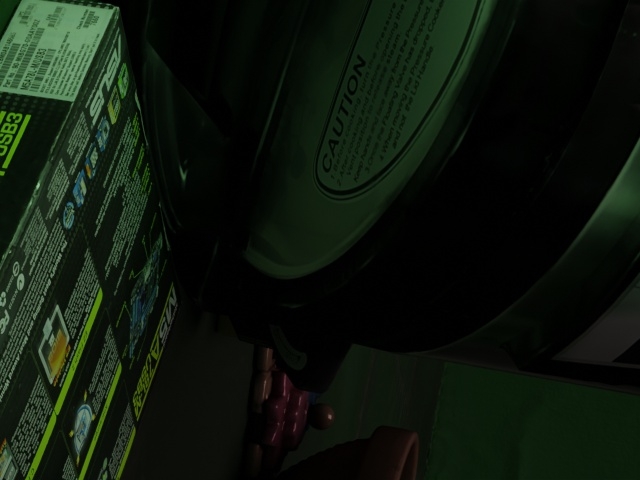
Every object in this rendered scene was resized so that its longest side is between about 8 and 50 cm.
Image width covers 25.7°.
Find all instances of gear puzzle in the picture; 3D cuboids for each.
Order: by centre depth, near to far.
[{"bbox_3d":[0.000,0.000,1.057,0.175,0.044,0.339,-35,133,-76],"label":"gear puzzle"}]

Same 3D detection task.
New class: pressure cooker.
[{"bbox_3d":[0.119,-0.110,0.652,0.375,0.420,0.370,-26,-125,61],"label":"pressure cooker"}]

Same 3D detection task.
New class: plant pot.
[{"bbox_3d":[-0.003,0.246,1.047,0.237,0.109,0.237,13,90,-81],"label":"plant pot"}]

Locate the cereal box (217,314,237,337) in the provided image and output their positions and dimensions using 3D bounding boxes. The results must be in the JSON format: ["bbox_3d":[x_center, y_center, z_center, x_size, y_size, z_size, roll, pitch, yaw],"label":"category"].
[{"bbox_3d":[0.017,-0.026,0.960,0.240,0.047,0.173,-3,101,-62],"label":"cereal box"}]

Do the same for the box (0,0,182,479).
[{"bbox_3d":[-0.105,0.040,0.522,0.184,0.045,0.191,89,13,-52],"label":"box"}]

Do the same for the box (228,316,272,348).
[{"bbox_3d":[-0.025,0.013,0.805,0.062,0.052,0.083,-48,133,-33],"label":"box"}]
